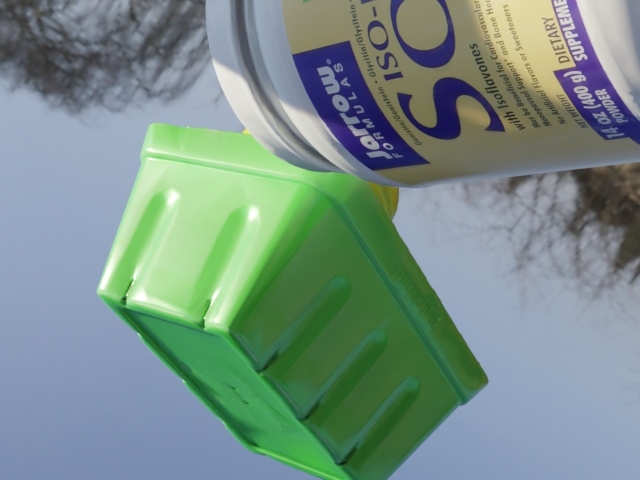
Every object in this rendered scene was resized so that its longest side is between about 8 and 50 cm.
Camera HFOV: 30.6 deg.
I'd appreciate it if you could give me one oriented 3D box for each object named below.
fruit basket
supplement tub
[{"bbox_3d":[0.000,0.000,1.123,0.283,0.391,0.392,12,176,38],"label":"fruit basket"},{"bbox_3d":[0.109,-0.158,0.729,0.241,0.241,0.331,25,160,-40],"label":"supplement tub"}]
